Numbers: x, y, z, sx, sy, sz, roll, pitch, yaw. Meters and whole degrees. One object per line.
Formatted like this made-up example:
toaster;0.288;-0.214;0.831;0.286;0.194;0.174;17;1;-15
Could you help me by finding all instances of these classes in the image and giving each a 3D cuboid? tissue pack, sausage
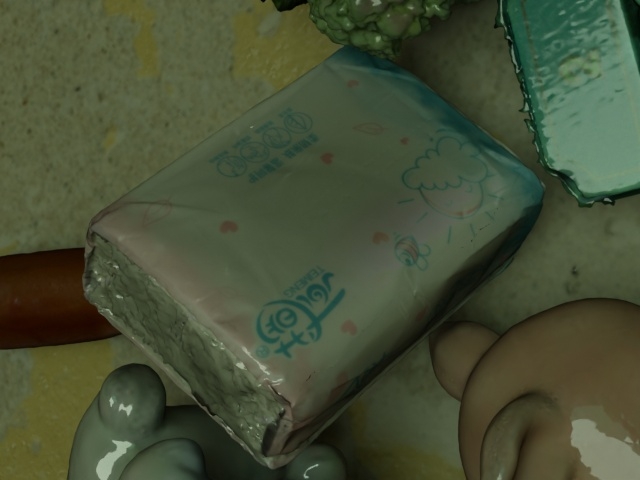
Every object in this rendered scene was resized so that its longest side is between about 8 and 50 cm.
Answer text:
tissue pack;-0.002;-0.001;0.801;0.201;0.271;0.124;39;148;21
sausage;-0.200;0.045;0.969;0.300;0.089;0.083;-7;80;21

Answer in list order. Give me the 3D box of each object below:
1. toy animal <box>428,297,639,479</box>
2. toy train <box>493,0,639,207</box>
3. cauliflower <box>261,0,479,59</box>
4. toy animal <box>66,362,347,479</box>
toy animal;0.169;0.193;0.772;0.269;0.237;0.326;40;102;-12
toy train;0.220;-0.125;0.800;0.163;0.112;0.203;-15;83;27
cauliflower;0.056;-0.261;0.773;0.239;0.315;0.256;22;64;-13
toy animal;-0.058;0.260;0.782;0.367;0.196;0.241;42;123;57
